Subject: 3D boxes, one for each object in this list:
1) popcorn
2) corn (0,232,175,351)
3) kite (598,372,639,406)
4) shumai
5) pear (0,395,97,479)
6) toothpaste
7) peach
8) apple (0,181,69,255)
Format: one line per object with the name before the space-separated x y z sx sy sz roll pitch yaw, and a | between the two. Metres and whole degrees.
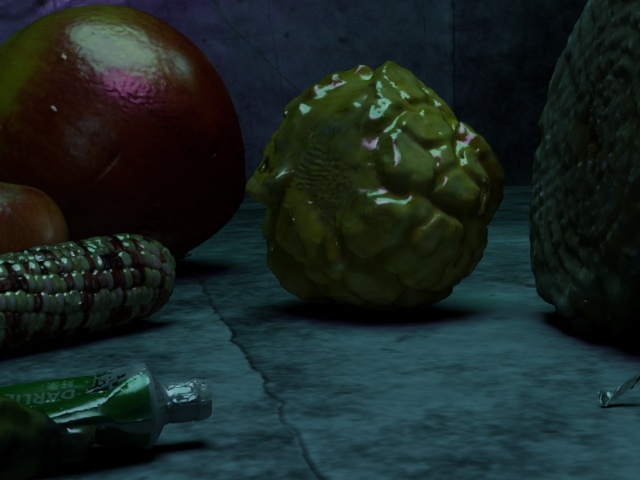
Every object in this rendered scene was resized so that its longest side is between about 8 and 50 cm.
popcorn | 0.046 -0.043 1.003 0.250 0.250 0.190 3 -32 40
corn | -0.229 0.044 0.898 0.086 0.086 0.253 2 8 39
kite | 0.231 0.055 0.625 0.157 0.011 0.139 -31 3 7
shumai | 0.326 -0.061 0.843 0.263 0.304 0.309 8 6 -7
pear | -0.236 0.024 0.246 0.375 0.287 0.287 14 -1 -23
toothpaste | -0.177 0.098 0.545 0.248 0.047 0.078 -6 5 -19
peach | -0.265 -0.116 1.368 0.370 0.370 0.370 -2 6 0
apple | -0.321 0.014 1.007 0.163 0.139 0.163 2 -7 0
